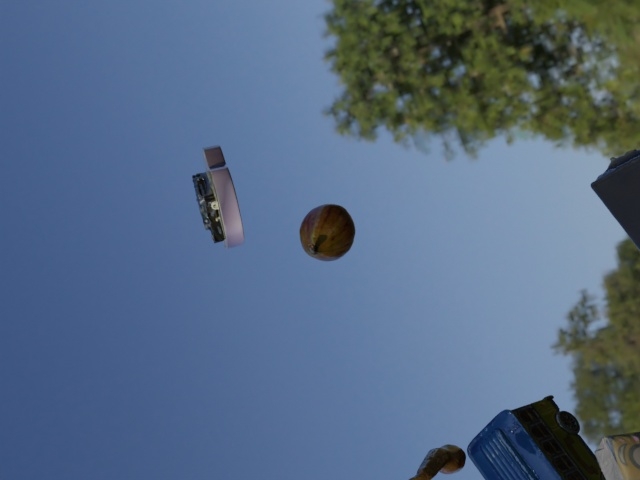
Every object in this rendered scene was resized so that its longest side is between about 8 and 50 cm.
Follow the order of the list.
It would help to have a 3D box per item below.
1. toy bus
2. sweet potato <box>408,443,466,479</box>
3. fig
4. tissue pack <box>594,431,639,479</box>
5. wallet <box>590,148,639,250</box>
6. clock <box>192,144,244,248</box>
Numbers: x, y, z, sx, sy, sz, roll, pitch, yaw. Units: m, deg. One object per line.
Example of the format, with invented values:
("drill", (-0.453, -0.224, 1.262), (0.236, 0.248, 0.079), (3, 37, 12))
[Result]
("toy bus", (0.416, 0.431, 1.958), (0.175, 0.138, 0.287), (-6, -128, -46))
("sweet potato", (0.189, 0.356, 1.770), (0.214, 0.050, 0.050), (8, -116, -66))
("fig", (0.000, 0.000, 1.654), (0.088, 0.089, 0.125), (65, -147, -14))
("tissue pack", (0.511, 0.344, 1.695), (0.060, 0.148, 0.108), (97, 163, -44))
("wallet", (0.502, 0.033, 1.367), (0.051, 0.197, 0.377), (-39, -89, -32))
("clock", (-0.176, -0.060, 1.887), (0.198, 0.064, 0.172), (-114, 14, -57))
